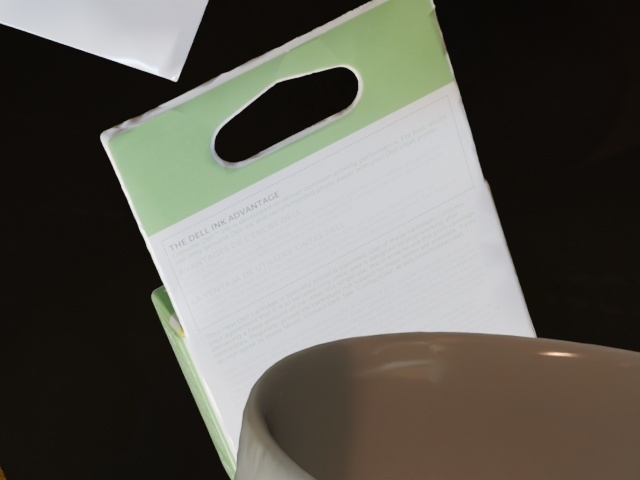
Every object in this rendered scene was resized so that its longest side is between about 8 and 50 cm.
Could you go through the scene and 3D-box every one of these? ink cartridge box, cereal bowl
[{"bbox_3d":[0.000,0.000,0.946,0.171,0.056,0.235,-28,122,-11],"label":"ink cartridge box"},{"bbox_3d":[0.127,0.149,0.737,0.339,0.339,0.141,11,103,0],"label":"cereal bowl"}]

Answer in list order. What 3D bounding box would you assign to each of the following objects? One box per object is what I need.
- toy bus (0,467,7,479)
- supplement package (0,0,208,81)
[{"bbox_3d":[-0.118,0.086,0.348,0.108,0.130,0.332,-32,78,37],"label":"toy bus"},{"bbox_3d":[-0.200,-0.256,1.369,0.198,0.263,0.199,17,99,-33],"label":"supplement package"}]
